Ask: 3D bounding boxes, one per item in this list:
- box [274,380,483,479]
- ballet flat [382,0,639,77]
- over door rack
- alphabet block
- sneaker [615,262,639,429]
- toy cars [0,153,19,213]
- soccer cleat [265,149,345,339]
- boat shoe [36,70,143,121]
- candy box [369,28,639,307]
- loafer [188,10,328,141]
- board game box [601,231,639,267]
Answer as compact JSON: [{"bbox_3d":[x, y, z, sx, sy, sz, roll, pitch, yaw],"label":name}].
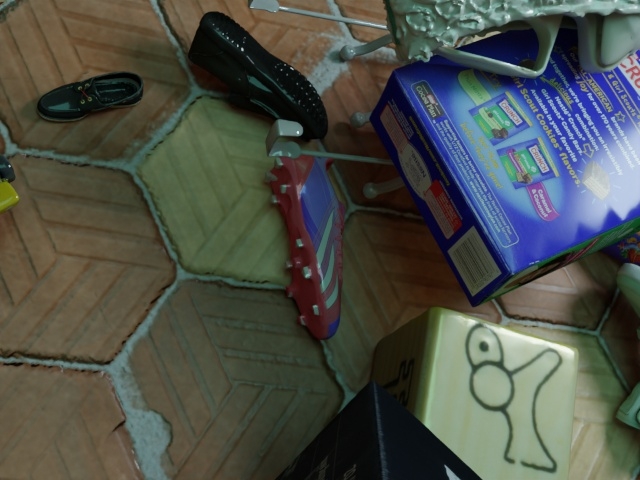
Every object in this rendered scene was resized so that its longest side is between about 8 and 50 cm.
[{"bbox_3d":[-0.015,0.395,0.641,0.297,0.480,0.471,42,91,2],"label":"box"},{"bbox_3d":[0.260,-0.246,0.975,0.409,0.147,0.146,-3,71,-10],"label":"ballet flat"},{"bbox_3d":[0.041,-0.187,1.143,0.324,0.108,0.239,10,61,-36],"label":"over door rack"},{"bbox_3d":[0.163,0.212,1.013,0.193,0.193,0.197,19,66,-13],"label":"alphabet block"},{"bbox_3d":[0.436,0.163,1.164,0.151,0.094,0.255,-33,78,2],"label":"sneaker"},{"bbox_3d":[-0.520,-0.107,0.969,0.394,0.087,0.176,15,62,-9],"label":"toy cars"},{"bbox_3d":[0.000,0.000,1.103,0.095,0.083,0.247,-6,70,-25],"label":"soccer cleat"},{"bbox_3d":[-0.285,-0.182,1.095,0.133,0.042,0.048,-15,78,-21],"label":"boat shoe"},{"bbox_3d":[0.261,-0.110,1.037,0.317,0.122,0.268,-22,75,-20],"label":"candy box"},{"bbox_3d":[-0.082,-0.204,1.159,0.220,0.078,0.080,42,31,-12],"label":"loafer"},{"bbox_3d":[0.586,-0.076,1.278,0.233,0.078,0.347,30,64,16],"label":"board game box"}]
